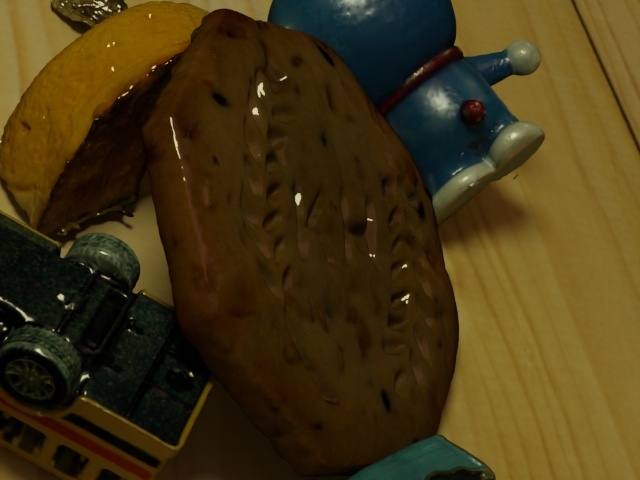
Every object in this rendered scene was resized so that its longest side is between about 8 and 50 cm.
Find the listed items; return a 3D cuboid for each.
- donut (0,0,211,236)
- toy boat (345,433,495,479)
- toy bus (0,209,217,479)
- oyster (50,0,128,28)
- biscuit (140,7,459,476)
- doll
[{"bbox_3d":[-0.121,-0.111,1.157,0.101,0.152,0.259,44,39,23],"label":"donut"},{"bbox_3d":[0.043,0.199,1.018,0.185,0.075,0.077,-21,55,-40],"label":"toy boat"},{"bbox_3d":[-0.229,0.035,0.966,0.335,0.123,0.121,30,42,-4],"label":"toy bus"},{"bbox_3d":[-0.181,-0.191,1.288,0.093,0.034,0.051,32,48,-9],"label":"oyster"},{"bbox_3d":[0.000,0.000,1.087,0.359,0.046,0.359,37,42,-42],"label":"biscuit"},{"bbox_3d":[0.071,-0.142,1.310,0.215,0.161,0.257,-35,87,-15],"label":"doll"}]
